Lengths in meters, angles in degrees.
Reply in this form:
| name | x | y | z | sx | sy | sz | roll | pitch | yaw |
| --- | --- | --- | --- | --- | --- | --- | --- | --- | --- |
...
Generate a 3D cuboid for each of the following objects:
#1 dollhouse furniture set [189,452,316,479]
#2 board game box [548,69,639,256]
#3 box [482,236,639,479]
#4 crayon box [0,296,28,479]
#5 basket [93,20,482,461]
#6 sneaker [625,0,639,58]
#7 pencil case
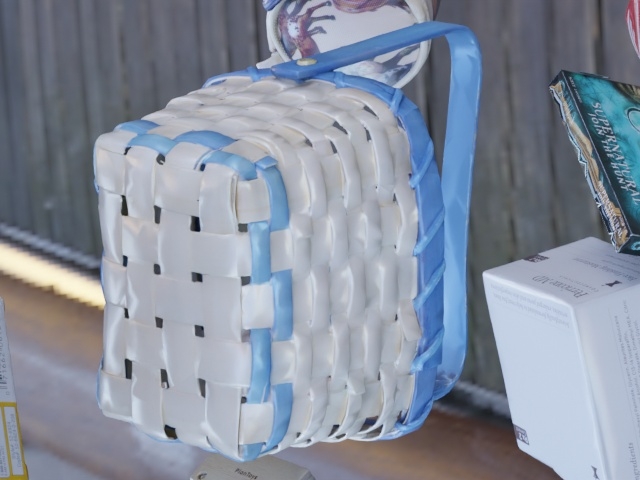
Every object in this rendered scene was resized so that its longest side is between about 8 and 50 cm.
| name | x | y | z | sx | sy | sz | roll | pitch | yaw |
| --- | --- | --- | --- | --- | --- | --- | --- | --- | --- |
| dollhouse furniture set | -0.082 | 0.293 | 1.384 | 0.212 | 0.242 | 0.161 | 14 | 141 | 47 |
| board game box | 0.275 | -0.061 | 1.613 | 0.026 | 0.126 | 0.186 | -53 | 41 | 40 |
| box | 0.245 | 0.108 | 1.658 | 0.181 | 0.119 | 0.182 | -156 | 51 | -68 |
| crayon box | -0.444 | 0.148 | 1.871 | 0.083 | 0.323 | 0.203 | -21 | 72 | 34 |
| basket | 0.000 | 0.000 | 1.178 | 0.201 | 0.289 | 0.255 | 14 | 108 | 44 |
| sneaker | 0.231 | -0.209 | 1.312 | 0.128 | 0.087 | 0.221 | -105 | 14 | -81 |
| pencil case | 0.047 | -0.307 | 1.982 | 0.183 | 0.410 | 0.160 | -13 | 122 | 20 |
